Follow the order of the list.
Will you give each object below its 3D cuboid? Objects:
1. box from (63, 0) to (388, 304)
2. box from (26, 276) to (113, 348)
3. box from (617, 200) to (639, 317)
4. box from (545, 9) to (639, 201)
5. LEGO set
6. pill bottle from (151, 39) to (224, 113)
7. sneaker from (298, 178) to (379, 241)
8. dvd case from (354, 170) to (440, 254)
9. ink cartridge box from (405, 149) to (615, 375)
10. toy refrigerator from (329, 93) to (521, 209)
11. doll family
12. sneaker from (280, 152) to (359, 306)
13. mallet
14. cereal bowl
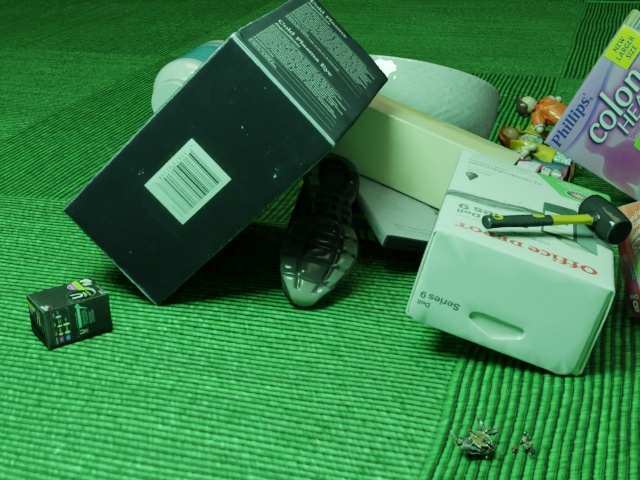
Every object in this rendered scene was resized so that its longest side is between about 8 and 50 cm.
[{"bbox_3d":[-0.113,-0.132,1.322,0.343,0.179,0.312,-40,8,27],"label":"box"},{"bbox_3d":[-0.303,0.087,1.205,0.083,0.052,0.062,-17,26,-30],"label":"box"},{"bbox_3d":[0.523,0.004,1.184,0.300,0.142,0.154,-7,-3,-17],"label":"box"},{"bbox_3d":[0.500,-0.181,1.476,0.243,0.213,0.117,35,33,8],"label":"box"},{"bbox_3d":[0.165,0.200,0.969,0.083,0.023,0.054,17,29,9],"label":"LEGO set"},{"bbox_3d":[-0.241,-0.305,1.992,0.146,0.146,0.264,6,24,16],"label":"pill bottle"},{"bbox_3d":[0.045,-0.046,1.492,0.188,0.067,0.078,20,25,30],"label":"sneaker"},{"bbox_3d":[0.133,-0.046,1.432,0.180,0.022,0.253,8,26,-22],"label":"dvd case"},{"bbox_3d":[0.238,0.016,1.205,0.211,0.121,0.289,19,26,6],"label":"ink cartridge box"},{"bbox_3d":[0.145,-0.127,1.459,0.269,0.102,0.094,25,24,13],"label":"toy refrigerator"},{"bbox_3d":[0.346,-0.135,1.650,0.163,0.118,0.263,17,46,22],"label":"doll family"},{"bbox_3d":[0.000,0.000,1.352,0.101,0.106,0.267,18,45,-2],"label":"sneaker"},{"bbox_3d":[0.260,-0.028,1.127,0.190,0.039,0.062,3,32,-21],"label":"mallet"},{"bbox_3d":[0.122,-0.195,1.657,0.339,0.141,0.339,8,-3,0],"label":"cereal bowl"}]
